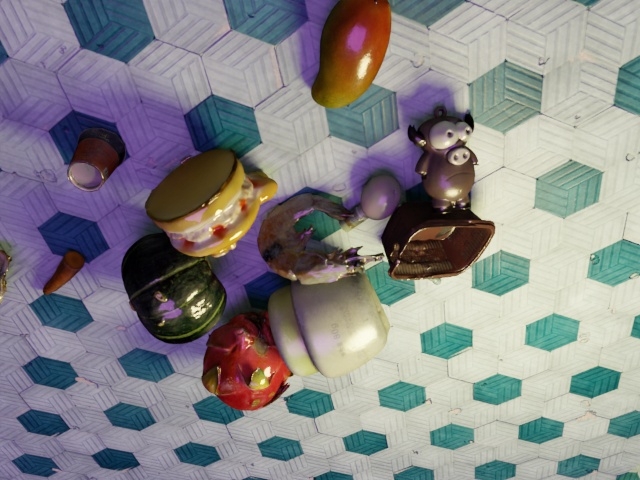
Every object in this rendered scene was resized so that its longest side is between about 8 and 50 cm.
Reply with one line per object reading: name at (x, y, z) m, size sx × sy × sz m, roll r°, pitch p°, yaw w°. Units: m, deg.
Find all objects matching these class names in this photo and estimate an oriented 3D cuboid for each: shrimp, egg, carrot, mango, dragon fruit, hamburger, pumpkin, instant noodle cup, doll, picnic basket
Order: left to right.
carrot at (-0.783, 0.110, 1.761) m, size 0.061 × 0.061 × 0.209 m, roll 34°, pitch 126°, yaw -25°
instant noodle cup at (-0.562, -0.194, 1.454) m, size 0.127 × 0.136 × 0.127 m, roll 1°, pitch 130°, yaw 1°
pumpkin at (-0.405, 0.129, 1.607) m, size 0.241 × 0.323 × 0.323 m, roll -33°, pitch 128°, yaw -12°
hamburger at (-0.267, -0.099, 1.480) m, size 0.303 × 0.260 × 0.186 m, roll -49°, pitch 131°, yaw -14°
dragon fruit at (-0.201, 0.353, 1.799) m, size 0.305 × 0.306 × 0.226 m, roll 27°, pitch 134°, yaw -21°
shrimp at (0.000, 0.000, 1.566) m, size 0.359 × 0.247 × 0.085 m, roll 9°, pitch 176°, yaw 16°
mango at (0.067, -0.409, 1.292) m, size 0.145 × 0.129 × 0.289 m, roll 6°, pitch 138°, yaw -8°
egg at (0.158, -0.113, 1.544) m, size 0.103 × 0.103 × 0.135 m, roll 16°, pitch 130°, yaw -13°
picnic basket at (0.301, -0.008, 1.570) m, size 0.296 × 0.129 × 0.223 m, roll -1°, pitch 134°, yaw -29°
doll at (0.307, -0.197, 1.437) m, size 0.181 × 0.117 × 0.258 m, roll -12°, pitch 109°, yaw -18°

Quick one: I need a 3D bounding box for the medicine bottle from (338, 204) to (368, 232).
medicine bottle at (0.095, -0.062, 1.623) m, size 0.083 × 0.047 × 0.047 m, roll -35°, pitch 121°, yaw 25°

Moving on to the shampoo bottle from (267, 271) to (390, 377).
shampoo bottle at (0.028, 0.226, 1.681) m, size 0.317 × 0.323 × 0.323 m, roll -20°, pitch 127°, yaw 8°

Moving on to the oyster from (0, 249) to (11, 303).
oyster at (-1.040, 0.136, 1.763) m, size 0.204 × 0.111 × 0.396 m, roll 36°, pitch 123°, yaw -5°

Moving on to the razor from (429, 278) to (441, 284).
razor at (0.281, 0.078, 1.723) m, size 0.068 × 0.106 × 0.232 m, roll -35°, pitch 131°, yaw 26°

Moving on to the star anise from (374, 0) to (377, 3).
star anise at (0.073, -0.553, 1.164) m, size 0.140 × 0.144 × 0.158 m, roll 30°, pitch 124°, yaw -13°
